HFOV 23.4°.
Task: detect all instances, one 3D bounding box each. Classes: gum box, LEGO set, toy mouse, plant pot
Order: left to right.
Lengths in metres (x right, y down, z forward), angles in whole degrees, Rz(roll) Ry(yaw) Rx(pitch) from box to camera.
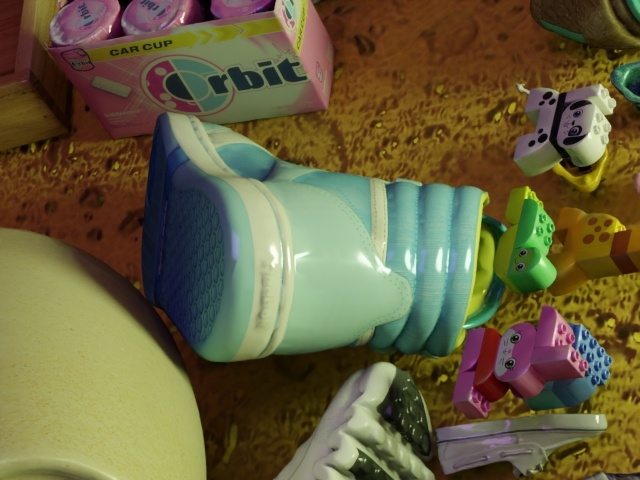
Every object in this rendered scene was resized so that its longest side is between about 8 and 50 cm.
[{"bbox_3d":[-0.163,0.136,0.783,0.256,0.256,0.274,-40,16,-7],"label":"plant pot"},{"bbox_3d":[-0.096,-0.139,1.125,0.188,0.107,0.062,-7,54,20],"label":"gum box"},{"bbox_3d":[0.159,0.013,0.891,0.093,0.087,0.227,-11,48,36],"label":"LEGO set"},{"bbox_3d":[0.217,-0.064,0.981,0.143,0.031,0.161,-23,50,8],"label":"toy mouse"}]

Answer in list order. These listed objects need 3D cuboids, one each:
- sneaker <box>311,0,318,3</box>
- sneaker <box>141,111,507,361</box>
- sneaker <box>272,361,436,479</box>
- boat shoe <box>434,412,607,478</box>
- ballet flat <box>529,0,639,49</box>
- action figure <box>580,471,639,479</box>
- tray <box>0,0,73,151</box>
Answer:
[{"bbox_3d":[-0.007,-0.224,1.166,0.191,0.083,0.071,-15,53,15],"label":"sneaker"},{"bbox_3d":[0.000,0.000,0.988,0.208,0.127,0.319,3,17,-17],"label":"sneaker"},{"bbox_3d":[-0.026,0.193,0.859,0.118,0.110,0.292,5,57,37],"label":"sneaker"},{"bbox_3d":[0.116,0.120,0.893,0.100,0.035,0.035,-8,82,11],"label":"boat shoe"},{"bbox_3d":[0.237,-0.273,1.091,0.124,0.116,0.342,2,59,48],"label":"ballet flat"},{"bbox_3d":[0.238,0.109,0.787,0.285,0.099,0.185,-32,61,9],"label":"action figure"},{"bbox_3d":[-0.400,-0.131,1.279,0.411,0.076,0.202,-13,51,14],"label":"tray"}]
